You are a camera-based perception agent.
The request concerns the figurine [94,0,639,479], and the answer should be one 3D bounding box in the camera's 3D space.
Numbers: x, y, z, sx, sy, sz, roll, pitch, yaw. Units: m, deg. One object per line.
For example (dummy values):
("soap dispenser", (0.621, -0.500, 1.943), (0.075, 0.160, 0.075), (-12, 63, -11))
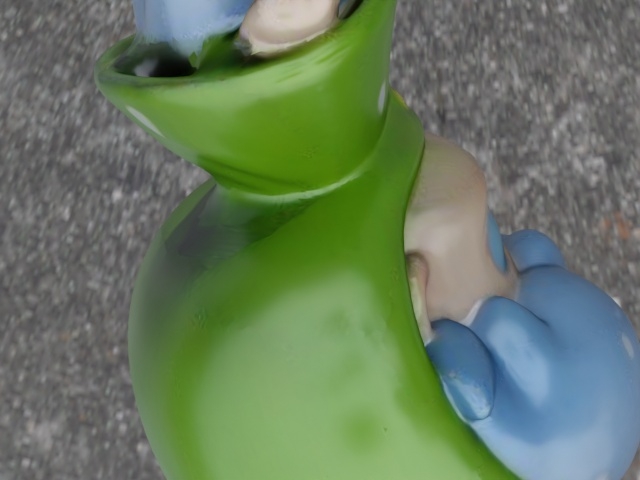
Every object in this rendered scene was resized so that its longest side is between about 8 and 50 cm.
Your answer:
("figurine", (0.000, 0.000, 0.495), (0.143, 0.162, 0.263), (-27, 110, -14))
